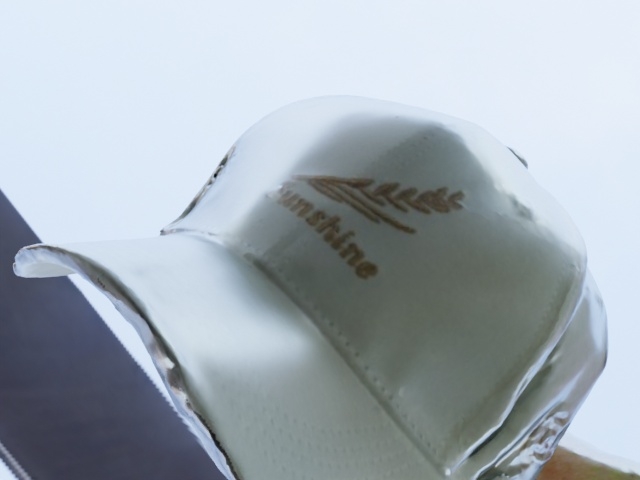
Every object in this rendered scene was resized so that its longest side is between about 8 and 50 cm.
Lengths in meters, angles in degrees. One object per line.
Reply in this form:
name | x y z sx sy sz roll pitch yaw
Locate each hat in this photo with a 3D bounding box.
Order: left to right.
hat | -0.001 0.006 0.609 0.258 0.301 0.168 36 -73 26

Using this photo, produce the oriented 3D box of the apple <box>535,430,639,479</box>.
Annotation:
apple | 0.169 0.288 0.890 0.319 0.319 0.277 31 -95 -1
